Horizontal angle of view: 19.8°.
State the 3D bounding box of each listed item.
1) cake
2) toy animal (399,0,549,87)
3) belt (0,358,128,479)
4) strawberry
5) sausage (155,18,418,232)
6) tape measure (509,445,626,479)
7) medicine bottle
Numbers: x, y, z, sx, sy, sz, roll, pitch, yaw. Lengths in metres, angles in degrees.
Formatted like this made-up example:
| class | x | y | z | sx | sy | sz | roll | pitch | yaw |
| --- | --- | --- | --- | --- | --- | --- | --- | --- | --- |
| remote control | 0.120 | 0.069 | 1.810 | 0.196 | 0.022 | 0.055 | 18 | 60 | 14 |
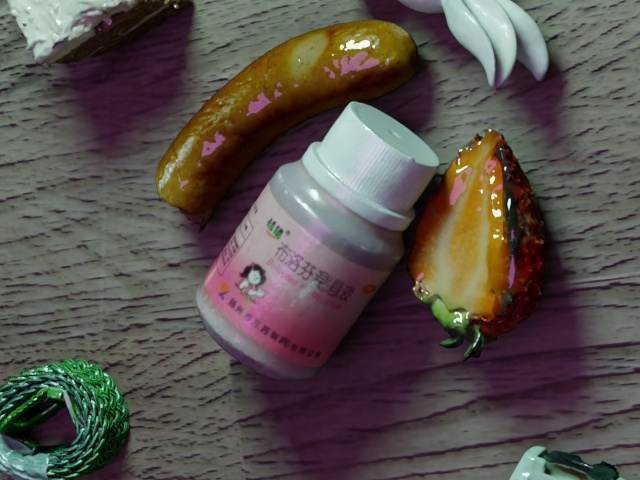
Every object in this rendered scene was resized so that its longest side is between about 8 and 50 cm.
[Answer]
| class | x | y | z | sx | sy | sz | roll | pitch | yaw |
| --- | --- | --- | --- | --- | --- | --- | --- | --- | --- |
| cake | -0.224 | -0.252 | 1.757 | 0.135 | 0.147 | 0.135 | -29 | 82 | 24 |
| toy animal | 0.123 | -0.239 | 1.636 | 0.220 | 0.103 | 0.131 | 34 | 105 | 17 |
| belt | -0.274 | 0.187 | 1.847 | 0.151 | 0.079 | 0.121 | -20 | 86 | 23 |
| strawberry | 0.150 | 0.011 | 1.653 | 0.140 | 0.085 | 0.192 | -32 | 59 | 37 |
| sausage | -0.043 | -0.121 | 1.730 | 0.302 | 0.076 | 0.103 | -35 | 88 | 22 |
| tape measure | 0.162 | 0.324 | 1.598 | 0.125 | 0.246 | 0.243 | 19 | 107 | 24 |
| medicine bottle | 0.000 | 0.000 | 1.678 | 0.147 | 0.147 | 0.247 | 40 | 108 | 15 |
